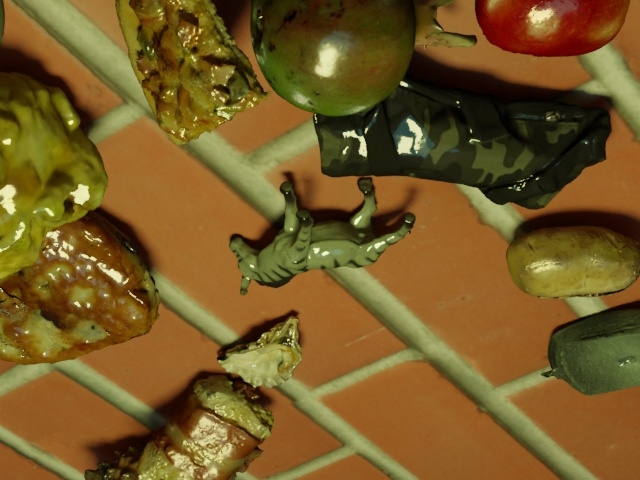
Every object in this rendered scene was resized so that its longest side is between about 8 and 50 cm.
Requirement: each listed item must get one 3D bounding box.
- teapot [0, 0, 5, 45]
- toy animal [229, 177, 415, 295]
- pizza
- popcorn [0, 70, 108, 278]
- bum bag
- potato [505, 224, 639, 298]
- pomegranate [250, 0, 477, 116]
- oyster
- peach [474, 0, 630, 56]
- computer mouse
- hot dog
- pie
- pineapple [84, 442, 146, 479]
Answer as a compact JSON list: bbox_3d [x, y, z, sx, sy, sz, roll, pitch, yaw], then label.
[{"bbox_3d":[-0.404,-0.217,1.244,0.129,0.193,0.294,12,120,45],"label":"teapot"},{"bbox_3d":[-0.001,0.005,1.570,0.217,0.073,0.176,0,144,-7],"label":"toy animal"},{"bbox_3d":[-0.135,-0.177,1.298,0.197,0.058,0.292,38,151,24],"label":"pizza"},{"bbox_3d":[-0.344,-0.073,1.421,0.200,0.203,0.226,-1,99,35],"label":"popcorn"},{"bbox_3d":[0.153,-0.110,1.422,0.340,0.095,0.144,8,131,-17],"label":"bum bag"},{"bbox_3d":[0.311,0.025,1.580,0.170,0.080,0.107,-7,137,1],"label":"potato"},{"bbox_3d":[0.042,-0.215,1.257,0.224,0.181,0.181,-10,141,-17],"label":"pomegranate"},{"bbox_3d":[-0.083,0.159,1.756,0.122,0.045,0.146,-6,145,2],"label":"oyster"},{"bbox_3d":[0.223,-0.248,1.263,0.151,0.118,0.151,18,119,36],"label":"peach"},{"bbox_3d":[0.402,0.143,1.724,0.229,0.068,0.113,-15,119,32],"label":"computer mouse"},{"bbox_3d":[-0.165,0.285,1.829,0.213,0.103,0.146,-44,109,3],"label":"hot dog"},{"bbox_3d":[-0.361,0.050,1.606,0.308,0.085,0.308,3,135,3],"label":"pie"},{"bbox_3d":[-0.262,0.377,1.922,0.193,0.166,0.166,24,133,-20],"label":"pineapple"}]
